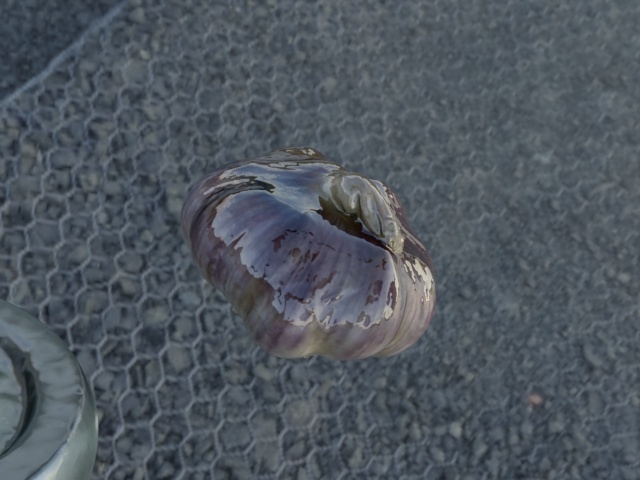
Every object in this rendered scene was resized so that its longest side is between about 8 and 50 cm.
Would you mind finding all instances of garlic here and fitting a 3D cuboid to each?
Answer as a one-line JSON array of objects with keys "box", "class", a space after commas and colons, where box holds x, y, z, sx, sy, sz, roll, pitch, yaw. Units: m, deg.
[{"box": [0.000, 0.000, 0.945, 0.245, 0.160, 0.245, 21, 28, -12], "class": "garlic"}]

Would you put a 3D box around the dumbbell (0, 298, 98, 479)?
[{"box": [-0.184, 0.184, 0.391, 0.179, 0.406, 0.179, 9, 24, -4], "class": "dumbbell"}]
